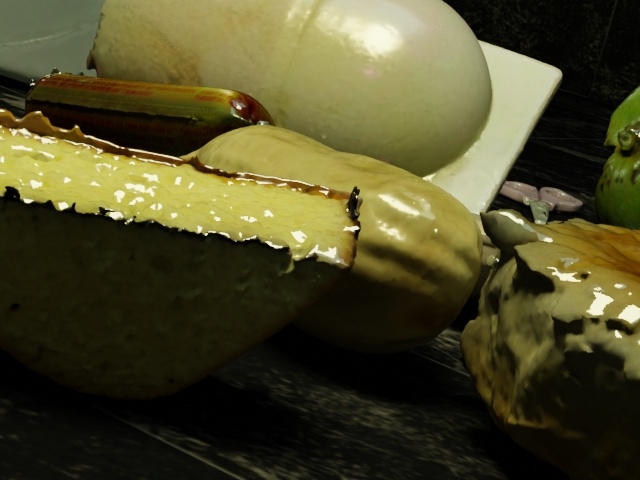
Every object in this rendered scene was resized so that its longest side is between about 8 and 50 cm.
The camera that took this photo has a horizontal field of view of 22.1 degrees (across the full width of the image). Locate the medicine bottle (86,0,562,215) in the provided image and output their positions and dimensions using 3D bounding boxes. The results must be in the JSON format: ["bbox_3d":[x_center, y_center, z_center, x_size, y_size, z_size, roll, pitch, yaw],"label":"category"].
[{"bbox_3d":[0.008,-0.152,1.588,0.406,0.235,0.236,21,13,17],"label":"medicine bottle"}]

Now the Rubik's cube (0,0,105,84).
[{"bbox_3d":[-0.224,-0.346,1.930,0.347,0.352,0.351,17,9,8],"label":"Rubik's cube"}]

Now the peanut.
[{"bbox_3d":[0.000,0.000,1.159,0.148,0.147,0.319,6,8,-35],"label":"peanut"}]

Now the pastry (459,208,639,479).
[{"bbox_3d":[0.239,0.093,0.978,0.330,0.136,0.329,17,14,-4],"label":"pastry"}]

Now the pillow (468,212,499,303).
[{"bbox_3d":[0.071,-0.003,1.320,0.270,0.067,0.173,18,-10,19],"label":"pillow"}]

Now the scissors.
[{"bbox_3d":[0.254,-0.042,1.898,0.110,0.021,0.212,13,11,4],"label":"scissors"}]

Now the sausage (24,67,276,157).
[{"bbox_3d":[-0.139,-0.102,1.409,0.082,0.082,0.372,6,4,-36],"label":"sausage"}]

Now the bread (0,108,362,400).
[{"bbox_3d":[-0.109,0.018,0.928,0.260,0.134,0.129,8,24,-8],"label":"bread"}]

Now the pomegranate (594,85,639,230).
[{"bbox_3d":[0.425,-0.053,1.721,0.302,0.236,0.236,32,-1,-39],"label":"pomegranate"}]
